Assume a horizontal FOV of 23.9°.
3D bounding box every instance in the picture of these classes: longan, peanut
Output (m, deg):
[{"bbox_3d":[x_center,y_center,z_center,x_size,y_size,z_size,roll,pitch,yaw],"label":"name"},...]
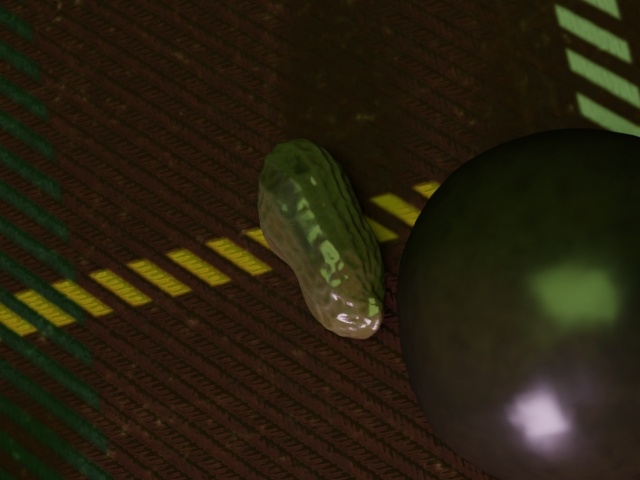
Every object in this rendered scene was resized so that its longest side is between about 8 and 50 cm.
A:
[{"bbox_3d":[0.193,0.054,1.188,0.297,0.297,0.297,-2,84,18],"label":"longan"},{"bbox_3d":[0.000,0.000,1.353,0.093,0.083,0.194,-25,78,18],"label":"peanut"}]
